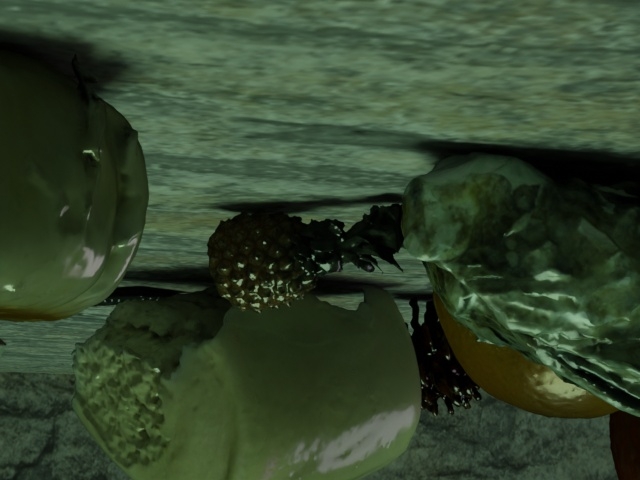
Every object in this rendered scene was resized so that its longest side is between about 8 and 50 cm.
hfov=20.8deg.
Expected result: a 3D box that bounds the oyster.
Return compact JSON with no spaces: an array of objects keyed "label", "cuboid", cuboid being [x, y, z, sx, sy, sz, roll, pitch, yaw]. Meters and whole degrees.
[{"label":"oyster","cuboid":[0.142,0.019,0.822,0.198,0.112,0.267,21,-174,13]}]

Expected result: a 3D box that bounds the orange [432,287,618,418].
[{"label":"orange","cuboid":[0.144,0.051,1.033,0.160,0.112,0.170,0,161,13]}]

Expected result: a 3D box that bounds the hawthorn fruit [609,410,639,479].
[{"label":"hawthorn fruit","cuboid":[0.323,0.142,1.187,0.258,0.258,0.262,1,145,6]}]

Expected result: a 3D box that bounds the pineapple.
[{"label":"pineapple","cuboid":[0.000,0.000,0.900,0.124,0.058,0.058,-19,162,35]}]

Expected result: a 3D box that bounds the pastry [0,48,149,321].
[{"label":"pastry","cuboid":[-0.141,-0.018,0.596,0.165,0.088,0.166,4,173,0]}]

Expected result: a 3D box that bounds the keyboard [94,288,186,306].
[{"label":"keyboard","cuboid":[-0.197,0.050,1.457,0.198,0.010,0.063,-4,173,40]}]

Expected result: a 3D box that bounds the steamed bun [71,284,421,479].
[{"label":"steamed bun","cuboid":[-0.041,0.095,1.304,0.225,0.170,0.200,-13,-143,-42]}]

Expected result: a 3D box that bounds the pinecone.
[{"label":"pinecone","cuboid":[0.104,0.090,1.399,0.109,0.102,0.102,-8,175,-12]}]

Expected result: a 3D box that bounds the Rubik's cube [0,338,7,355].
[{"label":"Rubik's cube","cuboid":[-0.348,0.102,1.650,0.075,0.084,0.073,19,-174,29]}]
